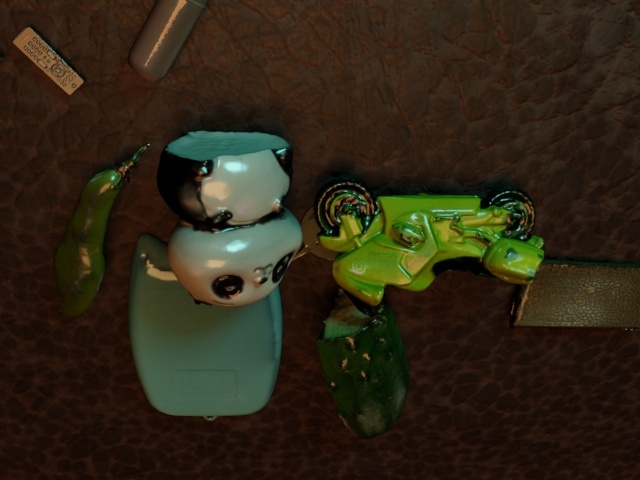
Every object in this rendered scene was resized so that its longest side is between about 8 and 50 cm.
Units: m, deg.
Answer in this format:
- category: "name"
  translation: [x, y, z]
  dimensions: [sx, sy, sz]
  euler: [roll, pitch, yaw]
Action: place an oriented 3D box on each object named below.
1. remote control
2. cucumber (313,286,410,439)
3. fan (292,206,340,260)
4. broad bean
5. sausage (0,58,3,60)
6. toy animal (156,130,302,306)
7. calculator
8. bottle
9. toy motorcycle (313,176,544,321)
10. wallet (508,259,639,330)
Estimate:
- category: "remote control"
  translation: [-0.348, -0.231, 0.765]
  dimensions: [0.034, 0.016, 0.091]
  euler: [-42, 117, 2]
- category: "cucumber"
  translation: [0.089, 0.234, 1.011]
  dimensions: [0.105, 0.145, 0.326]
  euler: [5, 129, 25]
- category: "fan"
  translation: [0.000, 0.000, 0.935]
  dimensions: [0.175, 0.005, 0.113]
  euler: [-33, 118, 15]
- category: "broad bean"
  translation: [-0.340, -0.004, 0.874]
  dimensions: [0.075, 0.067, 0.325]
  euler: [17, 121, -24]
- category: "sausage"
  translation: [-0.468, -0.229, 0.748]
  dimensions: [0.129, 0.034, 0.034]
  euler: [-2, 122, -4]
- category: "toy animal"
  translation: [-0.120, -0.024, 0.804]
  dimensions: [0.187, 0.165, 0.235]
  euler: [-15, 111, -32]
- category: "calculator"
  translation: [-0.192, 0.167, 0.999]
  dimensions: [0.256, 0.054, 0.387]
  euler: [1, 122, -5]
- category: "bottle"
  translation: [-0.186, -0.266, 0.733]
  dimensions: [0.053, 0.053, 0.140]
  euler: [30, 116, -20]
- category: "toy motorcycle"
  translation: [0.157, 0.017, 0.873]
  dimensions: [0.342, 0.142, 0.206]
  euler: [1, 112, -7]
- category: "wallet"
  translation: [0.449, 0.092, 1.005]
  dimensions: [0.243, 0.039, 0.133]
  euler: [2, 115, -5]
